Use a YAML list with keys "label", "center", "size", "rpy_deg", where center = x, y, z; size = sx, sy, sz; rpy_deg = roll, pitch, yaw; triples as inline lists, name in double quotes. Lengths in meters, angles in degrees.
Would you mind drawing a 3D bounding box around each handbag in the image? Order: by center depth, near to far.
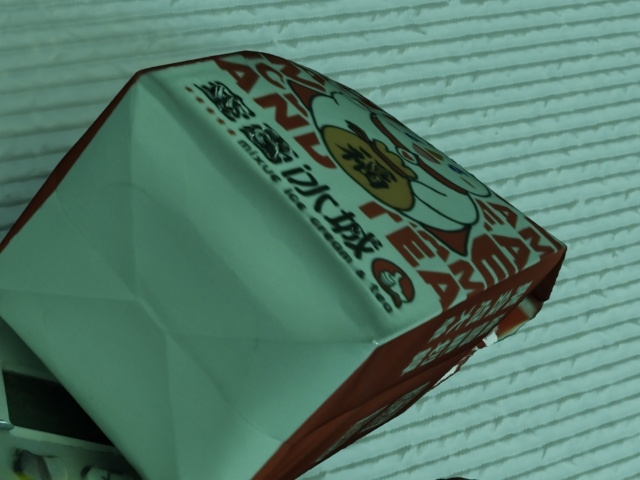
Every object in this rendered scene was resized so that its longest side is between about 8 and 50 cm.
- label: "handbag"
  center: [0.000, 0.000, 0.942]
  size: [0.171, 0.151, 0.298]
  rpy_deg: [48, 30, 11]

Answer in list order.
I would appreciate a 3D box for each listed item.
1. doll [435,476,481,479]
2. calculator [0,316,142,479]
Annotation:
- label: "doll"
  center: [0.091, 0.222, 0.958]
  size: [0.256, 0.152, 0.196]
  rpy_deg: [22, 29, -47]
- label: "calculator"
  center: [-0.080, 0.131, 0.862]
  size: [0.177, 0.040, 0.268]
  rpy_deg: [17, 34, -32]
